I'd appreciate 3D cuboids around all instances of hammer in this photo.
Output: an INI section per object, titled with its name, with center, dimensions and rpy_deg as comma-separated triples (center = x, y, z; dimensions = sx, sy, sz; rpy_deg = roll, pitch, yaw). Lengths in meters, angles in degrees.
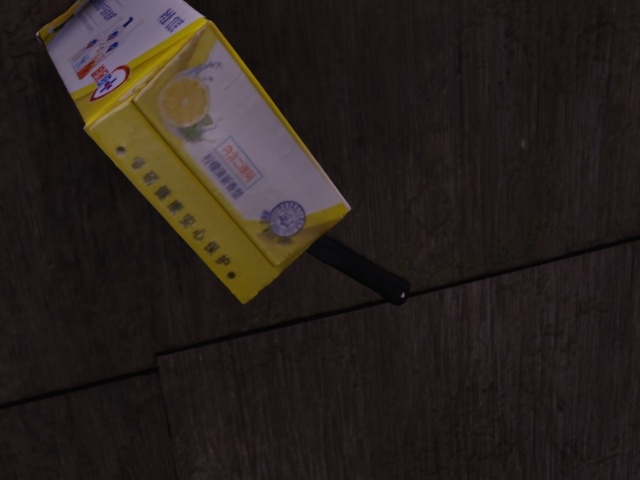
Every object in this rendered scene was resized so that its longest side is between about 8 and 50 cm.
[hammer]
center = 0.000, 0.000, 0.914
dimensions = 0.246, 0.029, 0.103
rpy_deg = 28, 103, -32

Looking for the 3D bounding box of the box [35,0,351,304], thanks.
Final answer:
[box]
center = -0.101, -0.091, 0.688
dimensions = 0.097, 0.265, 0.168
rpy_deg = -39, 121, -2
